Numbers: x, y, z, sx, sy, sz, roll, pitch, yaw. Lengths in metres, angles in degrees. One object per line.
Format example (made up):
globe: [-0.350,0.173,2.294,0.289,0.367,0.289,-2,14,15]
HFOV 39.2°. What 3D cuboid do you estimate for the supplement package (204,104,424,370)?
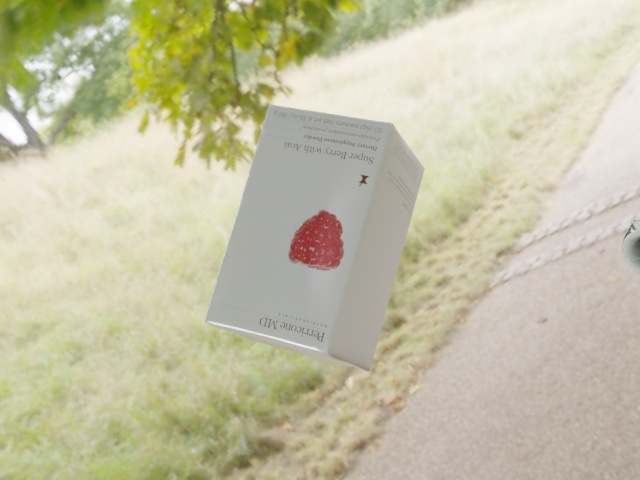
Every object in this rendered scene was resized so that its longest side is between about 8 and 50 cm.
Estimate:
supplement package: [0.000,0.000,1.166,0.175,0.177,0.293,36,-113,-66]

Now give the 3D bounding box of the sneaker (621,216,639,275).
sneaker: [0.251,0.031,0.452,0.091,0.094,0.258,-25,16,-7]
